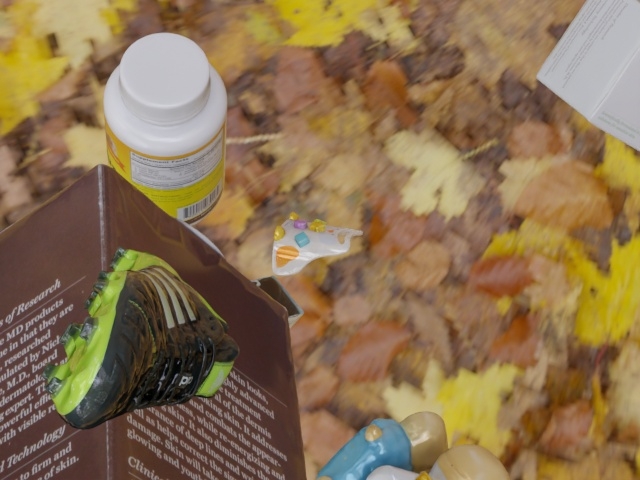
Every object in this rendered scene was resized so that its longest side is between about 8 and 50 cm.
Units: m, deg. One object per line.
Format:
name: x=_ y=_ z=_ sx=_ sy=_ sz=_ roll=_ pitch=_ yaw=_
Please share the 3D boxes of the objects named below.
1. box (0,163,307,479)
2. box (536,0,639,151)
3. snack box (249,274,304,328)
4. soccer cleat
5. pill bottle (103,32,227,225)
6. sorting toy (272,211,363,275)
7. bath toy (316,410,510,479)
box: x=-0.110 y=0.159 z=1.076 sx=0.143 sy=0.381 sz=0.191 roll=-31 pitch=130 yaw=23
box: x=0.254 y=-0.137 z=1.477 sx=0.101 sy=0.087 sz=0.102 roll=24 pitch=105 yaw=-37
snack box: x=-0.165 y=0.131 z=1.764 sx=0.060 sy=0.322 sz=0.187 roll=49 pitch=115 yaw=16
soccer cleat: x=-0.072 y=0.046 z=0.790 sx=0.072 sy=0.179 sz=0.060 roll=31 pitch=101 yaw=-4
pill bottle: x=-0.149 y=-0.106 z=1.759 sx=0.117 sy=0.215 sz=0.117 roll=2 pitch=62 yaw=-3
sorting toy: x=0.000 y=0.000 z=1.782 sx=0.075 sy=0.083 sz=0.045 roll=0 pitch=110 yaw=19
bath toy: x=0.119 y=0.272 z=1.470 sx=0.151 sy=0.348 sz=0.129 roll=-41 pitch=122 yaw=6
